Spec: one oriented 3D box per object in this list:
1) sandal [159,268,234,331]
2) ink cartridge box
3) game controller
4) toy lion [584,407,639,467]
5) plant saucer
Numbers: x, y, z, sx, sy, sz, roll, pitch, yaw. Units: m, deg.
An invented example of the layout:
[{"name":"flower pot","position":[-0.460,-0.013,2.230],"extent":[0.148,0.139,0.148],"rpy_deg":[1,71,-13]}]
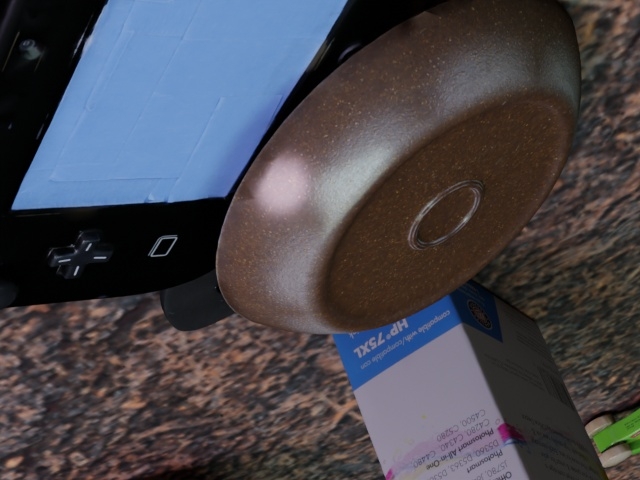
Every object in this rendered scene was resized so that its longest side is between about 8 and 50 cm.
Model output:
[{"name":"sandal","position":[0.000,0.000,0.670],"extent":[0.179,0.040,0.067],"rpy_deg":[-28,147,11]},{"name":"ink cartridge box","position":[0.101,0.137,0.746],"extent":[0.078,0.231,0.134],"rpy_deg":[-34,144,20]},{"name":"game controller","position":[-0.046,-0.079,0.512],"extent":[0.166,0.067,0.319],"rpy_deg":[4,141,-31]},{"name":"toy lion","position":[0.251,0.124,0.994],"extent":[0.100,0.034,0.096],"rpy_deg":[-40,149,28]},{"name":"plant saucer","position":[0.046,-0.021,0.616],"extent":[0.198,0.036,0.198],"rpy_deg":[-29,150,-18]}]
